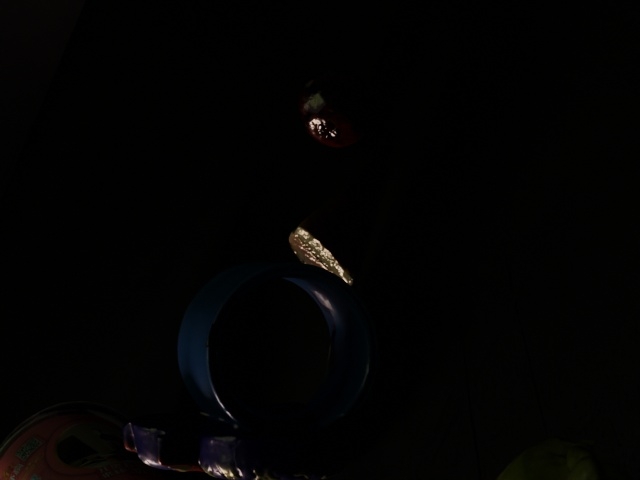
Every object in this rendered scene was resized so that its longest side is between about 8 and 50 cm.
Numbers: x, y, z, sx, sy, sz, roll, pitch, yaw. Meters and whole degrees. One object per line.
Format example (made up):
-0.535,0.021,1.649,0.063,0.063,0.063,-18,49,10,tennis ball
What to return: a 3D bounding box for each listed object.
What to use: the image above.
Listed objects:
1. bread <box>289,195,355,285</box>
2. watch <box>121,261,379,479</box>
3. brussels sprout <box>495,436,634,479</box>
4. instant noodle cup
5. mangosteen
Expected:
0.000,0.000,1.385,0.043,0.062,0.109,-53,35,44,bread
-0.054,0.118,1.278,0.171,0.196,0.200,4,89,59,watch
0.150,0.206,0.809,0.145,0.131,0.183,-51,25,6,brussels sprout
-0.260,0.332,1.649,0.255,0.244,0.244,13,90,62,instant noodle cup
0.016,-0.136,1.397,0.081,0.081,0.081,-167,90,-69,mangosteen
